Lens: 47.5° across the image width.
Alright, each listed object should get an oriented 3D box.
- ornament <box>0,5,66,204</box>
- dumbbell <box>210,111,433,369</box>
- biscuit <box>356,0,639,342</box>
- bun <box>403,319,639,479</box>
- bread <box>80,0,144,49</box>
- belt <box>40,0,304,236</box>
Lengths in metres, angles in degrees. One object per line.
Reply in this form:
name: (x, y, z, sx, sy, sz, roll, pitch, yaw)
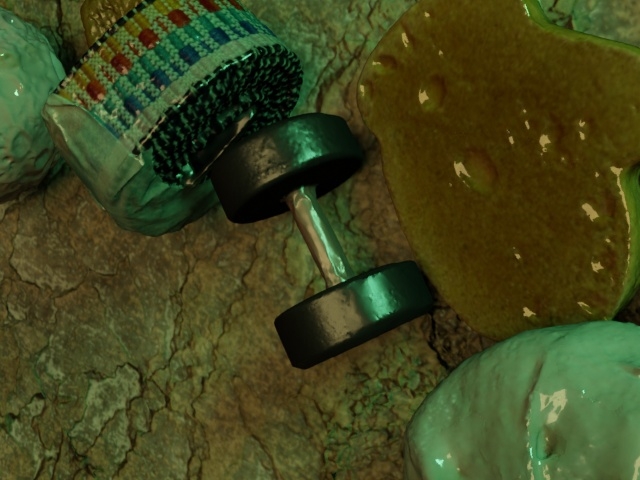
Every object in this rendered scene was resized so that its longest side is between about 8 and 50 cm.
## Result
ornament: (-0.439, -0.168, 0.879, 0.260, 0.225, 0.259, 2, 96, 22)
dumbbell: (0.000, 0.000, 0.716, 0.152, 0.152, 0.218, -29, 80, 25)
biscuit: (0.180, -0.080, 0.648, 0.287, 0.057, 0.343, -32, 78, 41)
bun: (0.221, 0.237, 0.569, 0.355, 0.194, 0.354, 9, 113, 22)
bread: (-0.205, -0.238, 0.851, 0.128, 0.069, 0.140, -24, 83, 24)
belt: (-0.147, -0.130, 0.753, 0.257, 0.207, 0.150, -46, 71, 6)
